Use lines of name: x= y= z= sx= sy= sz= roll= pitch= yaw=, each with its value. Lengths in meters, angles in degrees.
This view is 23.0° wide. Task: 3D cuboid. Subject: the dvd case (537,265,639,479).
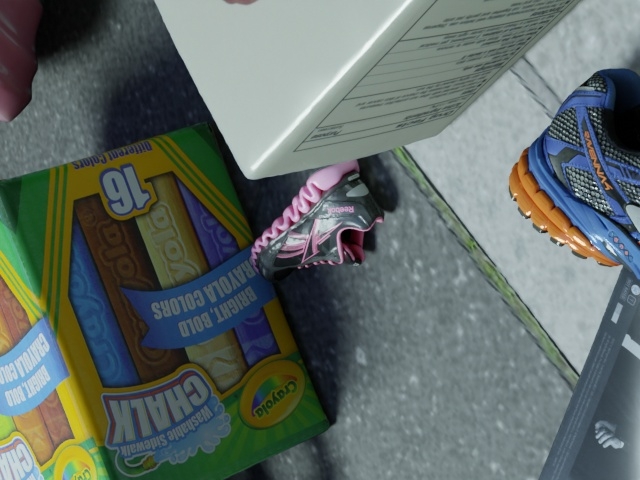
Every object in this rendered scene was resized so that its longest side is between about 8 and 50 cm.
dvd case: x=0.221 y=0.141 z=0.789 sx=0.238 sy=0.029 sz=0.179 roll=39 pitch=131 yaw=31

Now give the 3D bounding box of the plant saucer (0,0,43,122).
plant saucer: x=-0.309 y=-0.225 z=1.093 sx=0.332 sy=0.084 sz=0.332 roll=45 pitch=177 yaw=3

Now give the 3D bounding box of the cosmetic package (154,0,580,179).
cosmetic package: x=0.060 y=-0.165 z=0.762 sx=0.296 sy=0.153 sz=0.129 roll=-43 pitch=70 yaw=46

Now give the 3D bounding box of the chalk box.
chalk box: x=-0.133 y=0.096 z=1.057 sx=0.180 sy=0.179 sz=0.289 roll=-25 pitch=85 yaw=50

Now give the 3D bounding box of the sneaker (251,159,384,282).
sneaker: x=0.000 y=0.000 z=0.980 sx=0.057 sy=0.047 sz=0.119 roll=49 pitch=138 yaw=8

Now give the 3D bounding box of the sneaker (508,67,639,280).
sneaker: x=0.184 y=-0.007 z=0.739 sx=0.221 sy=0.083 sz=0.087 roll=37 pitch=122 yaw=30
